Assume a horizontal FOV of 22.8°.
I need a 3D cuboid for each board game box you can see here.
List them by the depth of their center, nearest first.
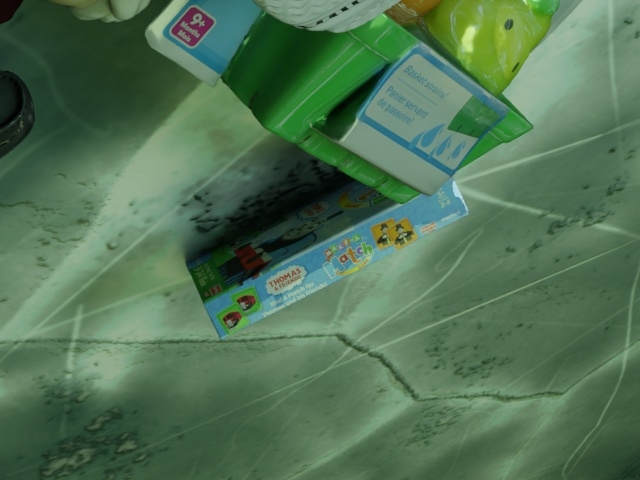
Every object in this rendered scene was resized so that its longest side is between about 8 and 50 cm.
[{"bbox_3d":[0.000,0.000,1.264,0.211,0.039,0.160,-26,-167,-5],"label":"board game box"}]

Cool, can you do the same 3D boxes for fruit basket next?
[{"bbox_3d":[0.101,-0.192,1.027,0.353,0.165,0.327,-41,148,14],"label":"fruit basket"}]

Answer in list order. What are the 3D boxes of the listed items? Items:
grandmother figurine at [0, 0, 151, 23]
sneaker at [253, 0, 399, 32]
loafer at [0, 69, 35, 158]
[{"bbox_3d":[-0.233,-0.155,0.870,0.342,0.104,0.208,-11,162,-34],"label":"grandmother figurine"},{"bbox_3d":[-0.046,-0.250,0.770,0.137,0.210,0.366,-35,156,10],"label":"sneaker"},{"bbox_3d":[-0.285,-0.067,0.973,0.223,0.076,0.078,-14,155,-17],"label":"loafer"}]
